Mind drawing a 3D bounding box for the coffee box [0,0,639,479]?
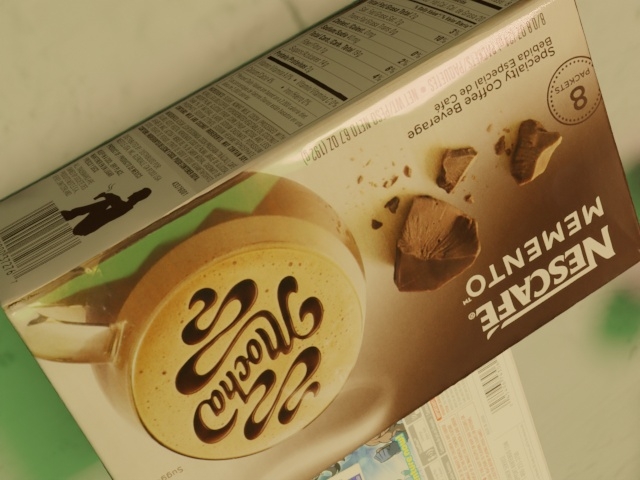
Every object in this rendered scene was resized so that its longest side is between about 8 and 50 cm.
[{"bbox_3d":[0.000,0.000,0.601,0.297,0.119,0.168,-31,120,-12],"label":"coffee box"}]

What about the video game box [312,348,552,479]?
[{"bbox_3d":[0.049,0.158,0.734,0.187,0.048,0.205,-30,120,-15],"label":"video game box"}]
